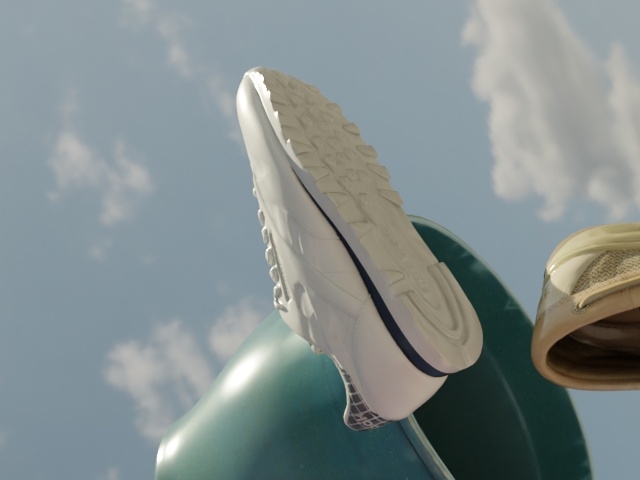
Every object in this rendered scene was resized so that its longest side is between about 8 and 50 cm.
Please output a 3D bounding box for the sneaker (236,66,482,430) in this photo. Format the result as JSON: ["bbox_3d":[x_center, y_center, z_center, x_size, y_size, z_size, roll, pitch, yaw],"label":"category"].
[{"bbox_3d":[0.000,0.000,0.914,0.090,0.095,0.235,-1,-123,-50],"label":"sneaker"}]

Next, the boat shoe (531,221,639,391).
[{"bbox_3d":[0.301,0.048,0.929,0.110,0.341,0.122,-62,-42,-54],"label":"boat shoe"}]

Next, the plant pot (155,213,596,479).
[{"bbox_3d":[0.023,0.158,1.130,0.271,0.255,0.272,40,-149,-31],"label":"plant pot"}]
